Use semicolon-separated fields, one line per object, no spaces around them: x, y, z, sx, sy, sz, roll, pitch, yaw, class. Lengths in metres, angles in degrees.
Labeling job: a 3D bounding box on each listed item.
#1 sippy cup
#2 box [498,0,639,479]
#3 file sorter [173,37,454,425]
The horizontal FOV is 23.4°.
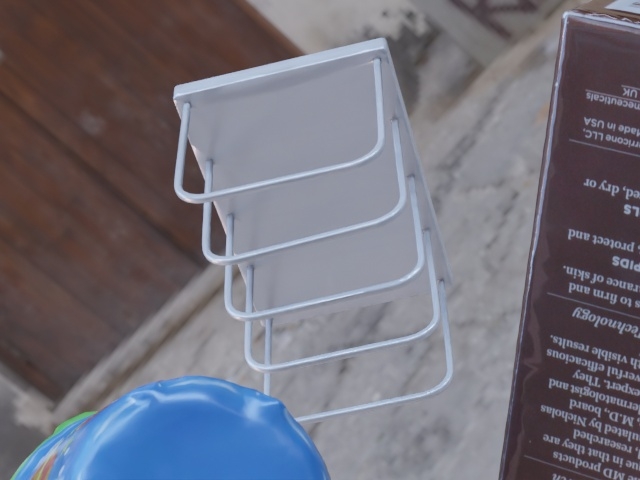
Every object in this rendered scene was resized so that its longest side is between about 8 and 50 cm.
-0.094;0.194;0.997;0.305;0.240;0.224;-31;-10;-25;sippy cup
0.222;0.032;0.989;0.191;0.143;0.381;-32;-46;-54;box
0.000;0.000;1.360;0.192;0.278;0.173;-12;36;9;file sorter
